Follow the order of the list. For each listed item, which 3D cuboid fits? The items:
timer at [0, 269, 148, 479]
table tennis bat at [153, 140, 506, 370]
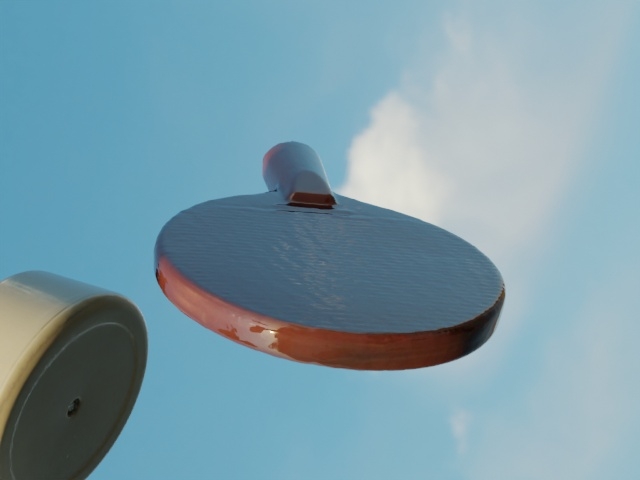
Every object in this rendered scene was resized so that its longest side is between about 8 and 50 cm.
[{"bbox_3d":[-0.284,0.068,1.062,0.175,0.266,0.175,-47,-28,-36],"label":"timer"},{"bbox_3d":[0.000,0.000,0.849,0.310,0.200,0.038,-111,28,-69],"label":"table tennis bat"}]
